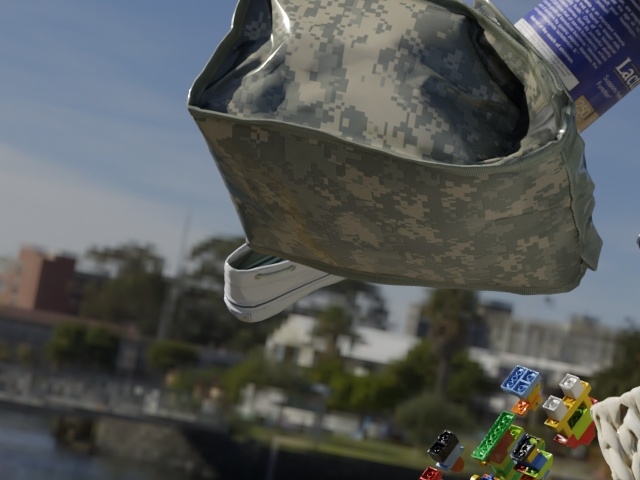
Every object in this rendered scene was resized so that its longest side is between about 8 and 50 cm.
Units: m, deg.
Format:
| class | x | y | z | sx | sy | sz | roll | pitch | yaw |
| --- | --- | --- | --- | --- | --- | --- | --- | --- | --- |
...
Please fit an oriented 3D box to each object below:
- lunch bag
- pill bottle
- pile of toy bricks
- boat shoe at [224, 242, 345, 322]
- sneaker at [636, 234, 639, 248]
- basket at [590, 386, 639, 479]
| class | x | y | z | sx | sy | sz | roll | pitch | yaw |
| --- | --- | --- | --- | --- | --- | --- | --- | --- | --- |
| lunch bag | 0.074 | -0.072 | 1.410 | 0.287 | 0.169 | 0.235 | 15 | -23 | 18 |
| pill bottle | 0.349 | -0.259 | 2.235 | 0.153 | 0.264 | 0.153 | 48 | 8 | -9 |
| pile of toy bricks | 0.199 | 0.236 | 1.958 | 0.118 | 0.212 | 0.105 | 18 | -31 | 45 |
| boat shoe | 0.000 | 0.000 | 1.892 | 0.083 | 0.226 | 0.076 | 36 | -30 | 33 |
| sneaker | 0.328 | 0.012 | 1.782 | 0.058 | 0.135 | 0.052 | 14 | 21 | 9 |
| basket | 0.464 | 0.255 | 1.738 | 0.266 | 0.331 | 0.328 | -26 | -17 | 25 |
